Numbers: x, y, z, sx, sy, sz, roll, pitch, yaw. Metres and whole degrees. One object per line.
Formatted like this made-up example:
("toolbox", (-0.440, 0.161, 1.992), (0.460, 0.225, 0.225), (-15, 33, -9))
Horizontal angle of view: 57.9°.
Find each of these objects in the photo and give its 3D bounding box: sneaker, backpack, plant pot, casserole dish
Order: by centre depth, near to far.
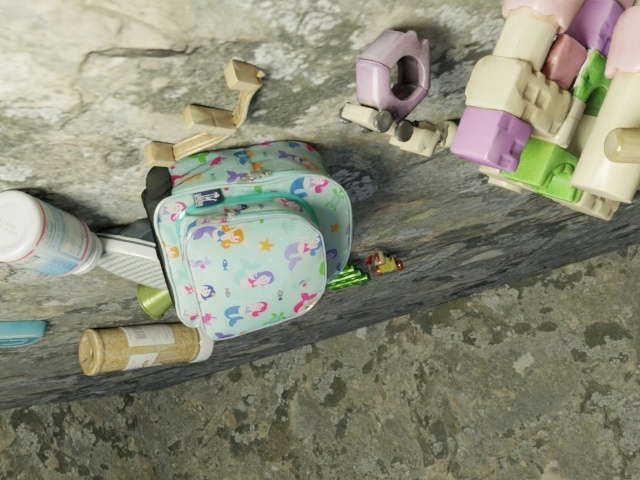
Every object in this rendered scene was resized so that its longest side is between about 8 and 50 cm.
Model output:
("backpack", (-0.081, -0.007, 0.752), (0.253, 0.191, 0.225), (-17, 130, -19))
("sneaker", (-0.196, 0.014, 0.917), (0.320, 0.128, 0.126), (13, 153, -6))
("plant pot", (-0.319, 0.105, 1.189), (0.079, 0.083, 0.083), (-31, 160, 13))
("casserole dish", (-0.695, 0.209, 1.272), (0.114, 0.037, 0.188), (-26, 160, 33))

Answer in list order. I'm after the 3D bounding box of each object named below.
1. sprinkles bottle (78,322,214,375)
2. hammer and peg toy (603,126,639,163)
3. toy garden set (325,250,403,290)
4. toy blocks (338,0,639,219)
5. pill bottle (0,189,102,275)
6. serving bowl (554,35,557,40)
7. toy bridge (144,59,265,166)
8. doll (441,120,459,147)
("sprinkles bottle", (-0.470, 0.289, 1.591), (0.355, 0.121, 0.121), (3, 157, -46))
("hammer and peg toy", (0.294, -0.171, 0.279), (0.265, 0.362, 0.127), (-12, -162, -5))
("toy garden set", (0.086, 0.061, 1.437), (0.203, 0.049, 0.244), (-17, 163, 14))
("toy blocks", (0.241, -0.172, 0.539), (0.288, 0.260, 0.309), (13, -170, -41))
("pill bottle", (-0.356, -0.001, 0.752), (0.087, 0.087, 0.160), (-16, 164, 6))
("serving bowl", (0.287, -0.224, 0.661), (0.083, 0.027, 0.083), (-13, 165, -4))
("toy bridge", (-0.118, -0.131, 0.629), (0.063, 0.026, 0.188), (-1, 160, -46))
("doll", (0.252, -0.162, 0.810), (0.188, 0.046, 0.129), (-14, 163, -3))
